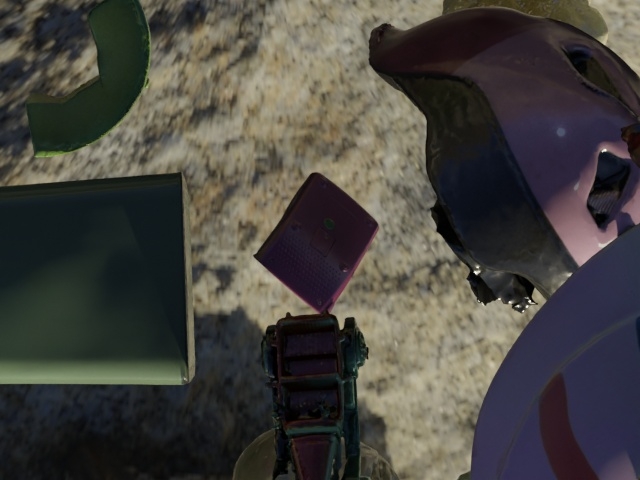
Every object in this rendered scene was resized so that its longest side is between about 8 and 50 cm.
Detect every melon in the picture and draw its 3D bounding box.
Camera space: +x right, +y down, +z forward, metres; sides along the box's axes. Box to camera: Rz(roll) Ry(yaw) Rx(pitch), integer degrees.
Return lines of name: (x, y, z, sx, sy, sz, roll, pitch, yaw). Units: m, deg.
melon: (-0.261, -0.182, 1.671, 0.209, 0.064, 0.118, -42, 88, 3)

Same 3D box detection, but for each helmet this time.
helmet: (0.141, -0.063, 0.923, 0.154, 0.253, 0.198, -27, 131, 22)

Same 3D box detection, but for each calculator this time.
calculator: (0.000, 0.000, 1.914, 0.127, 0.190, 0.034, 39, 140, -9)

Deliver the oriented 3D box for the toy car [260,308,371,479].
toy car: (-0.004, 0.119, 0.960, 0.073, 0.054, 0.143, -4, 67, 6)

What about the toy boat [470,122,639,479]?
toy boat: (0.154, 0.058, 0.654, 0.318, 0.072, 0.219, -19, 87, 33)

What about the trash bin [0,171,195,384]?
trash bin: (-0.309, 0.044, 1.554, 0.343, 0.158, 0.223, -1, 89, -5)

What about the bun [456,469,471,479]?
bun: (0.123, 0.264, 1.081, 0.118, 0.195, 0.195, -5, 106, 19)

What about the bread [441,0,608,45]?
bread: (0.222, -0.246, 1.670, 0.039, 0.251, 0.181, 24, 95, -44)

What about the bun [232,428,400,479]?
bun: (0.005, 0.251, 1.452, 0.178, 0.193, 0.128, 28, 91, -18)
